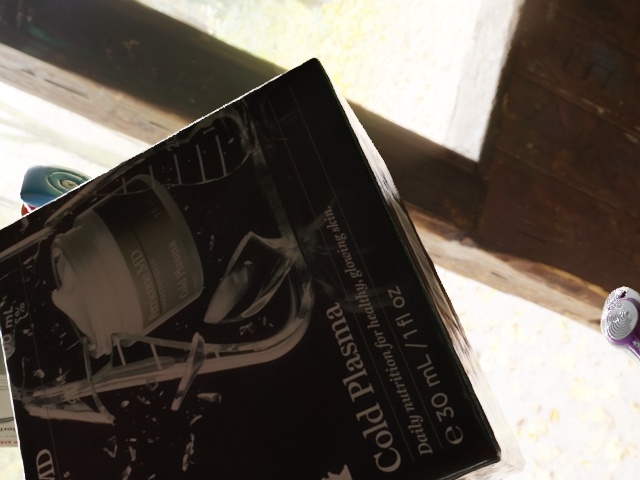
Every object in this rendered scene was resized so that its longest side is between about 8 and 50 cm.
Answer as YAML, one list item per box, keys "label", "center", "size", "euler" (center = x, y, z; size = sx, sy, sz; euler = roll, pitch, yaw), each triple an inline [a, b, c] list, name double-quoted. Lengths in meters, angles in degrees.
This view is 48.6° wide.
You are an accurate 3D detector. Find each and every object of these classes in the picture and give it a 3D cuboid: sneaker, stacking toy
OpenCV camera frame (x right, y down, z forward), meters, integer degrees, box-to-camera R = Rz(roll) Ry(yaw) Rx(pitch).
- label: "sneaker"
  center: [0.705, 0.233, 1.502]
  size: [0.114, 0.152, 0.305]
  euler: [-45, 38, 26]
- label: "stacking toy"
  center: [-0.573, 0.005, 1.494]
  size: [0.302, 0.175, 0.166]
  euler: [-61, 25, 24]

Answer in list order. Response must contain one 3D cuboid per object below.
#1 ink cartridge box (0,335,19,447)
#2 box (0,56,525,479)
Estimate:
- label: "ink cartridge box"
  center: [-0.524, 0.268, 1.233]
  size: [0.208, 0.153, 0.087]
  euler: [-63, 34, 34]
- label: "box"
  center: [-0.084, 0.131, 0.852]
  size: [0.471, 0.297, 0.480]
  euler: [-27, 64, 10]
